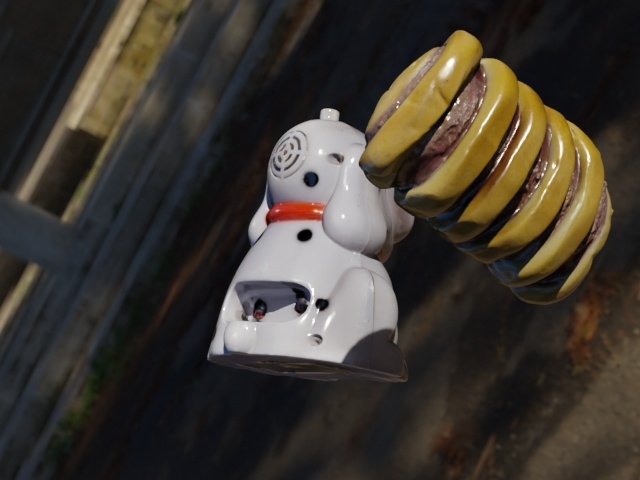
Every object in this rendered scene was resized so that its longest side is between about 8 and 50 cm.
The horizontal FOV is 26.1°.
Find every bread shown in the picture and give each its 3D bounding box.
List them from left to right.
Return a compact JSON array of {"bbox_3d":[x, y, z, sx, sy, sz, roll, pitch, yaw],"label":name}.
[{"bbox_3d":[0.133,-0.051,1.014,0.081,0.225,0.134,17,76,58],"label":"bread"}]

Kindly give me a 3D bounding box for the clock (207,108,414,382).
[{"bbox_3d":[0.001,0.003,1.298,0.189,0.189,0.253,149,133,-67],"label":"clock"}]
